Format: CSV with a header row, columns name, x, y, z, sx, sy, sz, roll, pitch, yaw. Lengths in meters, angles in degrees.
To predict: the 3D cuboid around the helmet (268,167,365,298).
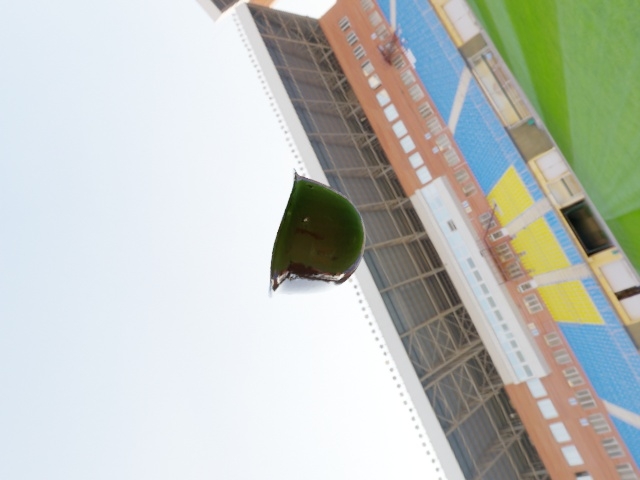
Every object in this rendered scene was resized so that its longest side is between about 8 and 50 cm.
name,x,y,z,sx,sy,sz,roll,pitch,yaw
helmet,0.000,0.000,0.468,0.175,0.106,0.155,-79,1,-88
